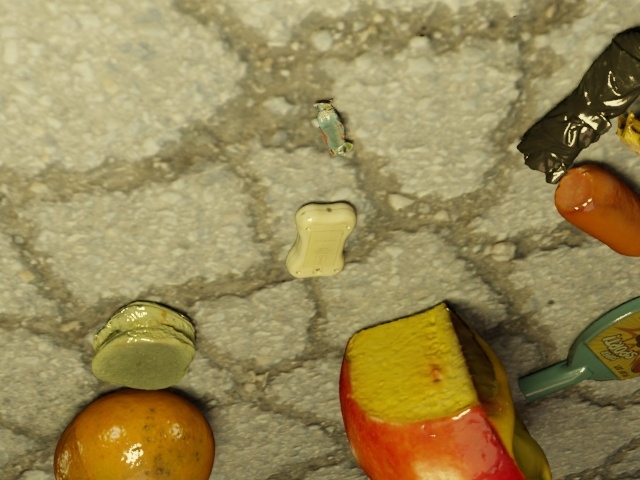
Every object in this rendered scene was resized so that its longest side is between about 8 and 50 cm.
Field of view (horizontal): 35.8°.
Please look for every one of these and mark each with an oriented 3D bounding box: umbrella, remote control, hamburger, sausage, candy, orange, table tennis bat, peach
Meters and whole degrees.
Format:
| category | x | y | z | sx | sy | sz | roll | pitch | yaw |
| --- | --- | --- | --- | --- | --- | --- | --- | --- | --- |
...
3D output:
| category | x | y | z | sx | sy | sz | roll | pitch | yaw |
| --- | --- | --- | --- | --- | --- | --- | --- | --- | --- |
| umbrella | 0.299 | -0.160 | 1.047 | 0.066 | 0.059 | 0.236 | 40 | 128 | 4 |
| remote control | 0.000 | 0.000 | 1.188 | 0.074 | 0.032 | 0.122 | -2 | 143 | -14 |
| hamburger | -0.227 | 0.140 | 1.283 | 0.133 | 0.062 | 0.140 | 12 | 139 | -24 |
| sausage | 0.358 | -0.033 | 1.215 | 0.076 | 0.076 | 0.197 | -36 | 139 | 28 |
| candy | 0.015 | -0.118 | 1.047 | 0.030 | 0.020 | 0.083 | -15 | 141 | 3 |
| orange | -0.262 | 0.317 | 1.412 | 0.240 | 0.171 | 0.240 | -8 | 141 | -6 |
| table tennis bat | 0.463 | 0.168 | 1.539 | 0.329 | 0.044 | 0.215 | -29 | 141 | 19 |
| peach | 0.163 | 0.262 | 1.368 | 0.242 | 0.306 | 0.380 | -25 | 147 | 5 |

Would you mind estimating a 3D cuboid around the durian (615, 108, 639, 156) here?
| category | x | y | z | sx | sy | sz | roll | pitch | yaw |
| --- | --- | --- | --- | --- | --- | --- | --- | --- | --- |
| durian | 0.464 | -0.110 | 1.092 | 0.305 | 0.185 | 0.196 | 20 | 114 | -41 |
